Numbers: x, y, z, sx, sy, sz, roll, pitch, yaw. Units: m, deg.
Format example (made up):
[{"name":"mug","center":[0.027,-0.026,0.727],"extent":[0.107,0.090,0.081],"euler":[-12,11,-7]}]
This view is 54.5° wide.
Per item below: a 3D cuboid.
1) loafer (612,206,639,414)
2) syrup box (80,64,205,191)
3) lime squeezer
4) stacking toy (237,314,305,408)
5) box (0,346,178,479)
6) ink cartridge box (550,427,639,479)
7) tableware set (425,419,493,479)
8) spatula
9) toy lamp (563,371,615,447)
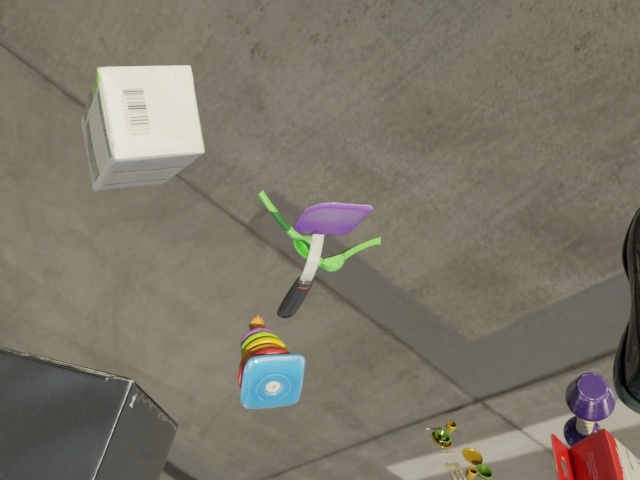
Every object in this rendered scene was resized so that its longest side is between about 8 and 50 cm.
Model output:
[{"name":"loafer","center":[0.369,0.049,0.643],"extent":[0.096,0.267,0.084],"euler":[15,152,13]},{"name":"syrup box","center":[-0.213,-0.120,0.714],"extent":[0.237,0.096,0.093],"euler":[-8,91,64]},{"name":"lime squeezer","center":[0.000,0.000,1.257],"extent":[0.310,0.109,0.059],"euler":[20,176,-31]},{"name":"stacking toy","center":[-0.158,0.300,1.698],"extent":[0.166,0.302,0.175],"euler":[0,120,-17]},{"name":"box","center":[-0.381,0.268,0.829],"extent":[0.294,0.182,0.296],"euler":[12,154,5]},{"name":"ink cartridge box","center":[0.482,0.404,0.993],"extent":[0.231,0.134,0.078],"euler":[41,117,-8]},{"name":"tableware set","center":[0.299,0.447,1.327],"extent":[0.104,0.154,0.024],"euler":[8,117,-21]},{"name":"spatula","center":[-0.016,0.034,0.855],"extent":[0.084,0.030,0.296],"euler":[4,141,-18]},{"name":"toy lamp","center":[0.464,0.300,1.084],"extent":[0.080,0.080,0.274],"euler":[9,151,22]}]
